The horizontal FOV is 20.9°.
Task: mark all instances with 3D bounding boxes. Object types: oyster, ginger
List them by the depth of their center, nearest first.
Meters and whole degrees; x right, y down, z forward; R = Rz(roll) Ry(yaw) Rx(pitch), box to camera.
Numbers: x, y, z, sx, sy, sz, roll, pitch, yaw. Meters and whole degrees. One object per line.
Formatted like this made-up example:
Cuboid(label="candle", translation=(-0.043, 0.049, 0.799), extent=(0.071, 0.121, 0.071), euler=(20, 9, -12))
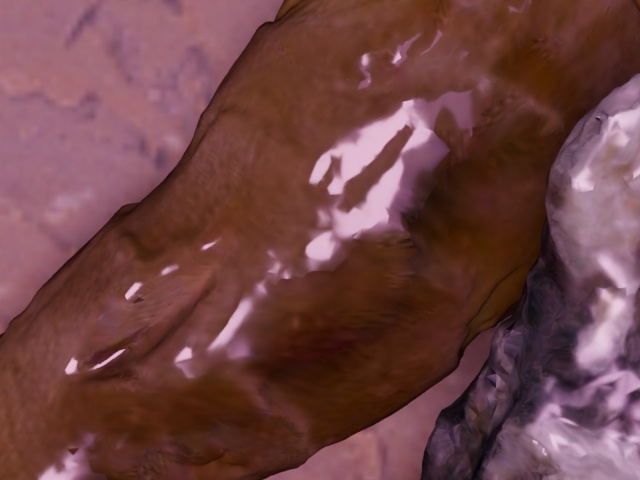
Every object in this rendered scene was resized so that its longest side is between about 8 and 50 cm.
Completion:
Cuboid(label="oyster", translation=(0.070, 0.115, 0.517), extent=(0.162, 0.158, 0.351), euler=(21, 115, 22))
Cuboid(label="ginger", translation=(0.000, 0.000, 0.548), extent=(0.263, 0.109, 0.116), euler=(-45, 133, 6))
